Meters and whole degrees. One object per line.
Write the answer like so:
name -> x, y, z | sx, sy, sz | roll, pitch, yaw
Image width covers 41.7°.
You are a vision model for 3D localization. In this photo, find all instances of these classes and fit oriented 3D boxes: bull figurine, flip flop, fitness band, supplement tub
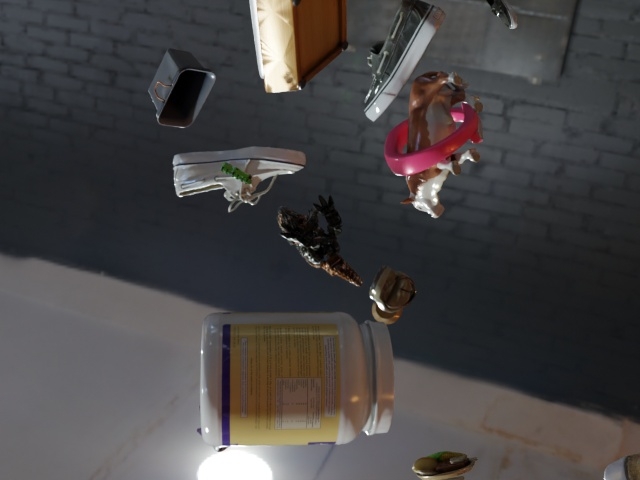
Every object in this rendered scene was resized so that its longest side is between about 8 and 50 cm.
bull figurine -> 0.243, -0.203, 1.750 | 0.101, 0.310, 0.188 | -3, -179, -34
flip flop -> 0.194, 0.125, 2.103 | 0.080, 0.112, 0.277 | 17, 173, 20
fitness band -> 0.238, -0.223, 1.790 | 0.209, 0.054, 0.291 | -19, -159, 15
supplement tub -> -0.047, 0.249, 1.524 | 0.331, 0.241, 0.241 | 1, -158, -5

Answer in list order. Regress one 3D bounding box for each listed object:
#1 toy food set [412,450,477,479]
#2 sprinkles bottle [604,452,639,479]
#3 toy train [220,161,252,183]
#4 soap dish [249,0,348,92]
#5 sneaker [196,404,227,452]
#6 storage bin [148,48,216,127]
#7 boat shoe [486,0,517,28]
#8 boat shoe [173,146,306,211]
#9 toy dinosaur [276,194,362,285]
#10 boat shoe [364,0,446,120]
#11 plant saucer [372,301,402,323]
toy food set -> 0.253, 0.464, 1.737 | 0.132, 0.039, 0.192 | -15, 174, 17
sprinkles bottle -> 0.680, 0.386, 1.480 | 0.121, 0.355, 0.121 | 29, -140, -28
toy train -> -0.187, -0.151, 1.884 | 0.083, 0.024, 0.017 | 26, 167, -33
soap dish -> -0.039, -0.483, 1.810 | 0.118, 0.291, 0.229 | 29, -123, 24
sneaker -> -0.235, 0.368, 1.890 | 0.098, 0.224, 0.083 | 25, -155, 27
storage bin -> -0.282, -0.302, 1.629 | 0.098, 0.135, 0.091 | 0, -136, -43
boat shoe -> 0.432, -0.569, 2.046 | 0.040, 0.049, 0.142 | -22, -111, -4
boat shoe -> -0.211, -0.149, 2.142 | 0.367, 0.157, 0.136 | -2, 174, 17
toy dinosaur -> 0.000, 0.000, 2.271 | 0.322, 0.218, 0.164 | 22, -116, 19
boat shoe -> 0.170, -0.430, 1.967 | 0.119, 0.335, 0.121 | 33, -138, 1
plant saucer -> 0.181, 0.185, 2.286 | 0.083, 0.083, 0.015 | 13, 165, 14
